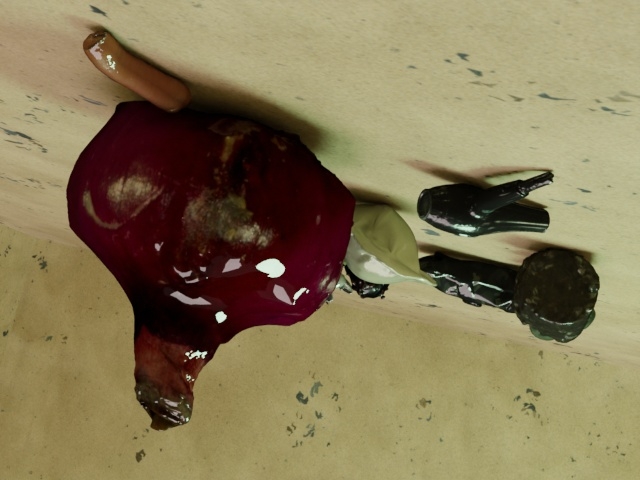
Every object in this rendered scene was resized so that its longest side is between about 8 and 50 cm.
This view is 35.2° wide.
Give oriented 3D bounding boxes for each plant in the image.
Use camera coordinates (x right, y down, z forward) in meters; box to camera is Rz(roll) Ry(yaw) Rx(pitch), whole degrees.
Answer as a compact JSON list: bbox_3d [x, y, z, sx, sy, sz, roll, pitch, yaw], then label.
[{"bbox_3d":[0.409,0.100,1.766,0.146,0.149,0.274,29,174,18],"label":"plant"}]

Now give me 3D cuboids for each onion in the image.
[{"bbox_3d":[-0.172,0.041,1.355,0.398,0.420,0.398,20,172,3],"label":"onion"}]

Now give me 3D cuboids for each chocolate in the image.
[{"bbox_3d":[0.092,0.047,1.955,0.156,0.133,0.156,13,169,3],"label":"chocolate"}]

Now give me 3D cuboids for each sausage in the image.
[{"bbox_3d":[-0.211,-0.192,1.161,0.047,0.040,0.177,10,169,32],"label":"sausage"}]

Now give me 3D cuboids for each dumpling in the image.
[{"bbox_3d":[0.085,0.002,1.645,0.126,0.215,0.166,-26,169,11],"label":"dumpling"}]

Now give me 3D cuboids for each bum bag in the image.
[{"bbox_3d":[0.339,0.091,1.980,0.341,0.095,0.144,14,-172,4],"label":"bum bag"}]

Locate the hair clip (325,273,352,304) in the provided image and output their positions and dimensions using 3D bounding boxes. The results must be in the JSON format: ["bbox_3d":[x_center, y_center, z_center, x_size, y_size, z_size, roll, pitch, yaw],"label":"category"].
[{"bbox_3d":[0.000,0.000,1.689,0.054,0.220,0.140,-16,-161,4],"label":"hair clip"}]

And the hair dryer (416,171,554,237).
[{"bbox_3d":[0.253,-0.052,1.319,0.196,0.075,0.219,6,167,-20],"label":"hair dryer"}]

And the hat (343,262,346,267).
[{"bbox_3d":[0.080,0.029,2.108,0.076,0.059,0.077,0,-177,-24],"label":"hat"}]
